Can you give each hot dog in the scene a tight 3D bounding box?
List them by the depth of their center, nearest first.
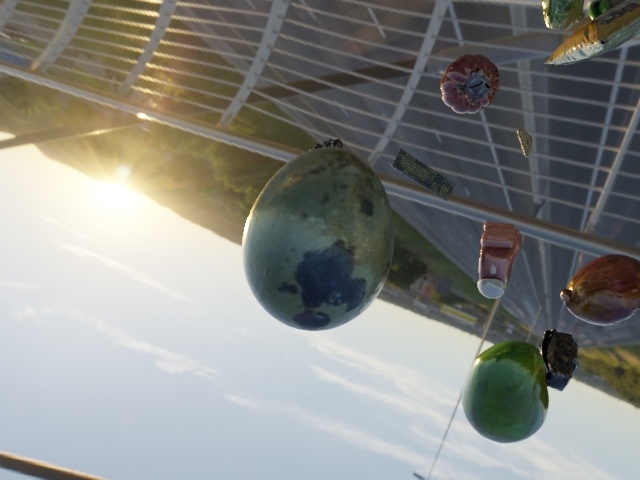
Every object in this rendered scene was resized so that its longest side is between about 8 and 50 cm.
[{"bbox_3d":[0.619,-0.296,1.445,0.090,0.034,0.030,65,-161,-14],"label":"hot dog"}]

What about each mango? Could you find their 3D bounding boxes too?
[{"bbox_3d":[0.515,0.416,1.326,0.225,0.201,0.382,19,132,22],"label":"mango"}]

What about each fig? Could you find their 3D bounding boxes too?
[{"bbox_3d":[0.920,0.163,1.551,0.224,0.263,0.224,49,180,0],"label":"fig"}]

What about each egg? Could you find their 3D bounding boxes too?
[{"bbox_3d":[0.000,0.000,1.101,0.344,0.428,0.345,17,-161,-6],"label":"egg"}]

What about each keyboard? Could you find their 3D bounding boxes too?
[{"bbox_3d":[0.268,-0.170,1.249,0.176,0.055,0.014,31,166,-9],"label":"keyboard"}]

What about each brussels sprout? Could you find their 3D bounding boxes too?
[{"bbox_3d":[0.872,-0.855,1.725,0.143,0.181,0.162,-13,-137,-9],"label":"brussels sprout"}]

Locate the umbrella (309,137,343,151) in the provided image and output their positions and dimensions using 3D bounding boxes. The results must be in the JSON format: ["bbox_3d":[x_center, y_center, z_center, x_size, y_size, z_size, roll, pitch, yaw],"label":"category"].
[{"bbox_3d":[0.014,-0.295,1.608,0.071,0.080,0.224,-11,-176,-20],"label":"umbrella"}]

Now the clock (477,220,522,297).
[{"bbox_3d":[0.437,0.050,1.183,0.092,0.162,0.166,8,-158,19],"label":"clock"}]

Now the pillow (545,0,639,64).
[{"bbox_3d":[0.956,-0.696,1.589,0.119,0.310,0.312,56,-178,-9],"label":"pillow"}]

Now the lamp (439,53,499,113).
[{"bbox_3d":[0.460,-0.485,1.493,0.181,0.182,0.140,23,-157,-11],"label":"lamp"}]

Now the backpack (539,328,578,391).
[{"bbox_3d":[0.701,0.359,1.421,0.105,0.165,0.120,11,141,14],"label":"backpack"}]

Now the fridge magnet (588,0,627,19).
[{"bbox_3d":[1.111,-0.840,1.810,0.207,0.208,0.088,23,147,-2],"label":"fridge magnet"}]
